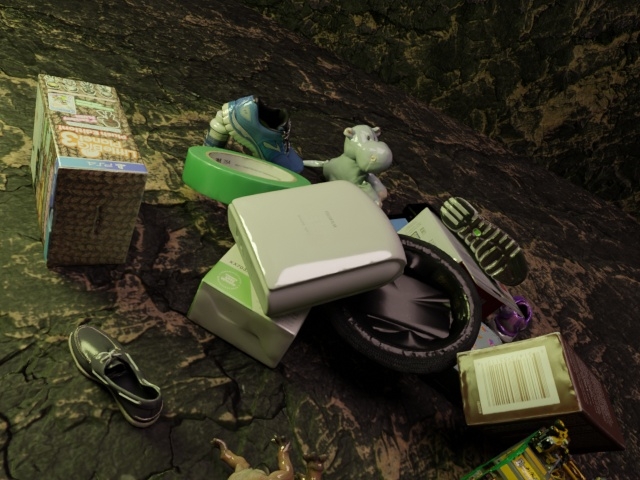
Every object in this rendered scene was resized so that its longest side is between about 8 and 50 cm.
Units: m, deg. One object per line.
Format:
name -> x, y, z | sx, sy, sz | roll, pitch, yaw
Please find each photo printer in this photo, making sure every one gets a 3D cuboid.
photo printer -> 0.000, 0.000, 0.896 | 0.307, 0.107, 0.256 | -12, 50, -21

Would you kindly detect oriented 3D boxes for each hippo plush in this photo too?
hippo plush -> 0.138, -0.255, 1.490 | 0.234, 0.237, 0.294 | -8, 50, -42

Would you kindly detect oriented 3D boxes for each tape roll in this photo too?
tape roll -> -0.184, -0.155, 1.168 | 0.320, 0.077, 0.321 | 17, 17, -5

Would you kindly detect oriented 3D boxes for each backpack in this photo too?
backpack -> 0.339, 0.261, 1.075 | 0.165, 0.145, 0.188 | 36, 33, 9

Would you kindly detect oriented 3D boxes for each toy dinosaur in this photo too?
toy dinosaur -> -0.078, 0.392, 0.625 | 0.295, 0.127, 0.201 | 33, 40, -18

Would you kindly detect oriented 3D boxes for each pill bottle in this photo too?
pill bottle -> -0.297, -0.314, 1.339 | 0.067, 0.120, 0.067 | 21, 35, -15

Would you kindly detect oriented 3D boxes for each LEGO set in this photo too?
LEGO set -> 0.290, 0.447, 0.685 | 0.254, 0.331, 0.192 | 17, 33, -55

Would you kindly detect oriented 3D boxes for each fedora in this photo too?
fedora -> 0.164, 0.147, 0.984 | 0.333, 0.153, 0.334 | 1, 57, -2

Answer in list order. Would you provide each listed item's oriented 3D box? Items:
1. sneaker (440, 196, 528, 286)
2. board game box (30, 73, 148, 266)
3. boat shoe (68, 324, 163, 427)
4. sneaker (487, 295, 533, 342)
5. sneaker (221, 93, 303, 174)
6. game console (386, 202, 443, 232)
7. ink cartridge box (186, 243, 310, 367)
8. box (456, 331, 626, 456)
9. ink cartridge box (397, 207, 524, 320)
sneaker -> 0.450, -0.006, 1.240 | 0.281, 0.106, 0.162 | 52, 19, 12
board game box -> -0.463, -0.135, 0.889 | 0.141, 0.232, 0.291 | -1, 46, -38
boat shoe -> -0.320, 0.198, 0.724 | 0.206, 0.065, 0.075 | 42, 36, 16
sneaker -> 0.586, 0.214, 1.357 | 0.095, 0.105, 0.236 | 42, 35, 19
sneaker -> -0.134, -0.296, 1.333 | 0.330, 0.147, 0.130 | 40, 37, -50
game console -> 0.318, -0.037, 1.525 | 0.361, 0.044, 0.213 | -8, 50, -42
ink cartridge box -> -0.100, 0.076, 0.996 | 0.207, 0.119, 0.353 | 30, 34, 1
box -> 0.437, 0.318, 0.889 | 0.381, 0.191, 0.143 | 39, 41, -40
ink cartridge box -> 0.375, 0.098, 1.236 | 0.309, 0.130, 0.272 | 30, 28, -39
